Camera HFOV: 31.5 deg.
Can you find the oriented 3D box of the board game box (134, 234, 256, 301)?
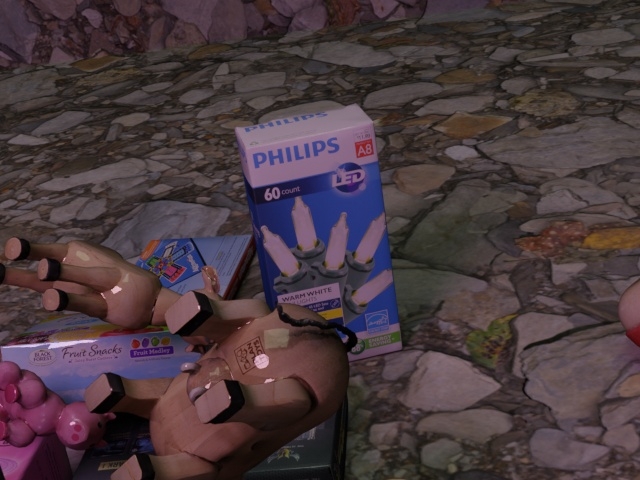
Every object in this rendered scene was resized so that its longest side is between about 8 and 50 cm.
[{"bbox_3d":[-0.176,0.067,1.377,0.145,0.027,0.281,-2,25,11],"label":"board game box"}]

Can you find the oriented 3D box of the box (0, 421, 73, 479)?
[{"bbox_3d":[-0.337,0.257,0.911,0.213,0.117,0.243,-4,25,10],"label":"box"}]

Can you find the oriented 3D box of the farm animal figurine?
[{"bbox_3d":[-0.102,0.125,0.853,0.326,0.330,0.172,-24,-23,36],"label":"farm animal figurine"}]

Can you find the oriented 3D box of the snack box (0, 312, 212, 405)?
[{"bbox_3d":[-0.188,0.106,1.067,0.174,0.070,0.207,-5,2,-3],"label":"snack box"}]

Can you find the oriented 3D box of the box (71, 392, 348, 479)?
[{"bbox_3d":[-0.094,0.188,1.048,0.232,0.059,0.183,-7,22,6],"label":"box"}]

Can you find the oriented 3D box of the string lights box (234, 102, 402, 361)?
[{"bbox_3d":[0.000,0.000,1.185,0.133,0.260,0.077,-13,25,-8],"label":"string lights box"}]

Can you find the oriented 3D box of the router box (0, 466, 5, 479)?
[{"bbox_3d":[-0.264,0.267,0.637,0.081,0.309,0.243,5,28,34],"label":"router box"}]

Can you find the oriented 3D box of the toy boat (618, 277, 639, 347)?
[{"bbox_3d":[0.409,0.056,1.084,0.151,0.151,0.231,-30,-10,-39],"label":"toy boat"}]

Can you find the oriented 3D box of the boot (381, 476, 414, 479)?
[{"bbox_3d":[0.094,0.258,0.821,0.213,0.077,0.165,7,31,33],"label":"boot"}]
